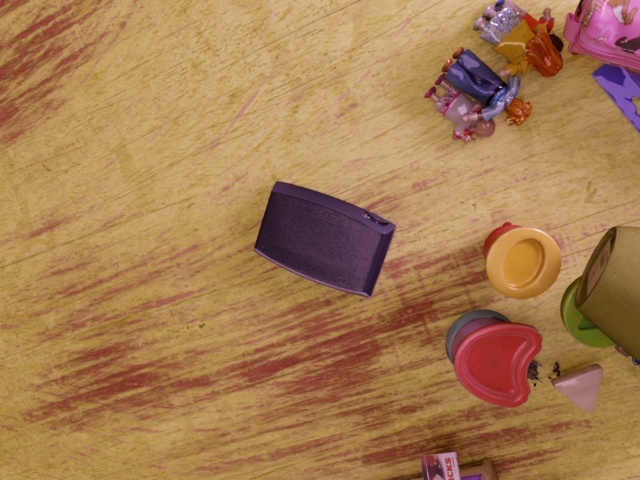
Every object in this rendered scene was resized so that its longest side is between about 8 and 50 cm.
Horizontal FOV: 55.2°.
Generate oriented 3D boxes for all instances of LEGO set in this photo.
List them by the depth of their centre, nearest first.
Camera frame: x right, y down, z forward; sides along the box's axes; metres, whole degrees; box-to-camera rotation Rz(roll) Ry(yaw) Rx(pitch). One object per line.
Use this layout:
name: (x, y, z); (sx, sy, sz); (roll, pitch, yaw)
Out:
LEGO set: (0.395, 0.240, 1.120); (0.083, 0.023, 0.054); (7, 102, 2)

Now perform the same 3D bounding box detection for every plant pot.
plant pot: (0.539, 0.096, 0.879); (0.294, 0.275, 0.274); (24, 104, 13)

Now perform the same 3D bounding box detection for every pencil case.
pencil case: (0.555, -0.284, 0.876); (0.386, 0.167, 0.160); (27, 127, 13)

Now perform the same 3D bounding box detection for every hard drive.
hard drive: (0.000, 0.000, 1.177); (0.255, 0.054, 0.171); (22, 103, 12)

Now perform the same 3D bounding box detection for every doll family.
doll family: (0.299, -0.278, 1.017); (0.163, 0.118, 0.263); (40, 106, 7)

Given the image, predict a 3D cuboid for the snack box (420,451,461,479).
snack box: (0.221, 0.466, 1.068); (0.064, 0.022, 0.178); (-14, 68, 18)

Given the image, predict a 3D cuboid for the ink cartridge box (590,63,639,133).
ink cartridge box: (0.587, -0.260, 0.977); (0.208, 0.045, 0.206); (-40, 86, 19)

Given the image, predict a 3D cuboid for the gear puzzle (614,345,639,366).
gear puzzle: (0.655, 0.094, 1.014); (0.175, 0.044, 0.338); (37, 103, 10)

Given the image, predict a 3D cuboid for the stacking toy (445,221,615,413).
stacking toy: (0.376, 0.134, 1.071); (0.280, 0.130, 0.308); (18, 103, -3)

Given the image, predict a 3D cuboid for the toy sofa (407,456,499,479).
toy sofa: (0.172, 0.543, 1.144); (0.363, 0.177, 0.150); (-19, 91, 18)
